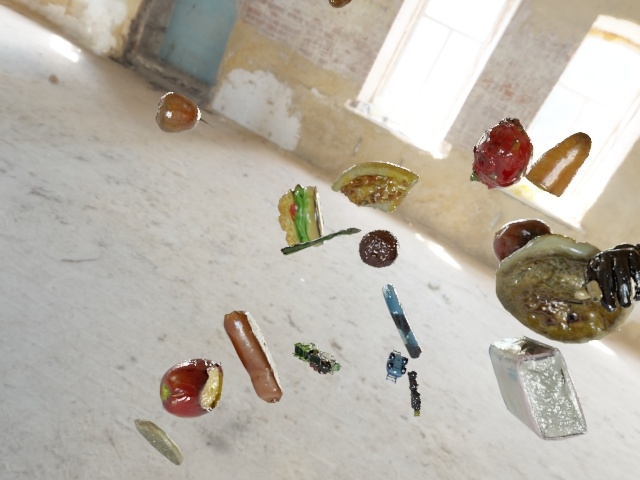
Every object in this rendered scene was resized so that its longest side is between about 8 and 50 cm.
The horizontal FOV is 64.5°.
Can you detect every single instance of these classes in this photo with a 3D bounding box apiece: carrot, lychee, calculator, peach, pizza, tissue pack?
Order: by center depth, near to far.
[{"bbox_3d":[0.515,0.348,1.234,0.271,0.124,0.201,50,21,-84],"label":"tissue pack"},{"bbox_3d":[0.176,0.024,1.497,0.123,0.123,0.129,32,13,16],"label":"lychee"},{"bbox_3d":[-0.404,0.480,1.664,0.226,0.196,0.189,-1,54,-38],"label":"peach"},{"bbox_3d":[0.839,-0.273,1.749,0.159,0.225,0.159,24,34,-17],"label":"carrot"},{"bbox_3d":[0.282,0.281,1.760,0.173,0.051,0.293,-100,165,-59],"label":"calculator"},{"bbox_3d":[0.187,-0.188,1.790,0.365,0.182,0.074,8,16,39],"label":"pizza"}]

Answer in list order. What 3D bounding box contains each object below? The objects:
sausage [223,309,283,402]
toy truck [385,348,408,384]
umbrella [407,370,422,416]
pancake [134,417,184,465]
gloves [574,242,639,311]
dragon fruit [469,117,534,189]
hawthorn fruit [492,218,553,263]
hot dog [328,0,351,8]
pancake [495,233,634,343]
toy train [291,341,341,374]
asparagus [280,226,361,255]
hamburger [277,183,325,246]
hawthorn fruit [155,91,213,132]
[{"bbox_3d":[-0.217,0.384,1.691,0.348,0.097,0.094,66,23,-11],"label":"sausage"},{"bbox_3d":[0.237,0.375,1.576,0.063,0.074,0.136,21,38,6],"label":"toy truck"},{"bbox_3d":[0.307,0.496,1.643,0.040,0.037,0.143,2,62,-11],"label":"umbrella"},{"bbox_3d":[-0.377,0.467,1.185,0.152,0.151,0.025,33,53,16],"label":"pancake"},{"bbox_3d":[0.625,0.077,1.096,0.129,0.106,0.181,3,19,46],"label":"gloves"},{"bbox_3d":[0.516,-0.238,1.442,0.172,0.209,0.172,11,37,-8],"label":"dragon fruit"},{"bbox_3d":[0.607,0.014,1.533,0.169,0.169,0.188,27,-4,0],"label":"hawthorn fruit"},{"bbox_3d":[0.061,-0.732,1.517,0.035,0.083,0.058,-95,159,-86],"label":"hot dog"},{"bbox_3d":[0.634,0.137,1.340,0.356,0.356,0.065,31,48,13],"label":"pancake"},{"bbox_3d":[-0.013,0.350,1.522,0.085,0.053,0.250,5,-1,-22],"label":"toy train"},{"bbox_3d":[0.000,0.000,1.300,0.022,0.233,0.023,29,50,-57],"label":"asparagus"},{"bbox_3d":[-0.070,-0.081,1.754,0.149,0.237,0.237,-7,19,6],"label":"hamburger"},{"bbox_3d":[-0.486,-0.451,1.776,0.189,0.149,0.149,-19,40,-21],"label":"hawthorn fruit"}]
